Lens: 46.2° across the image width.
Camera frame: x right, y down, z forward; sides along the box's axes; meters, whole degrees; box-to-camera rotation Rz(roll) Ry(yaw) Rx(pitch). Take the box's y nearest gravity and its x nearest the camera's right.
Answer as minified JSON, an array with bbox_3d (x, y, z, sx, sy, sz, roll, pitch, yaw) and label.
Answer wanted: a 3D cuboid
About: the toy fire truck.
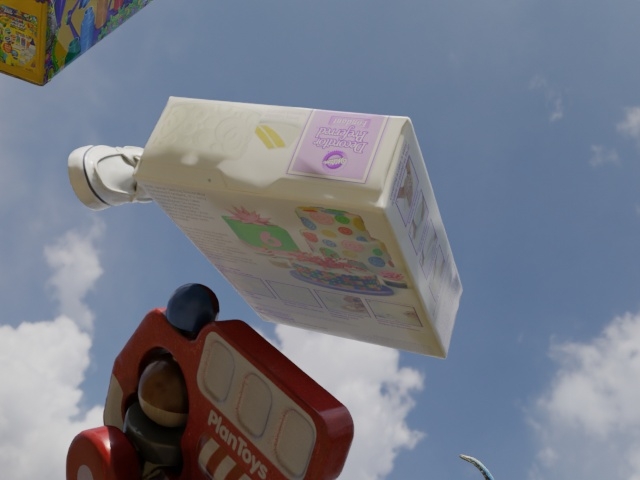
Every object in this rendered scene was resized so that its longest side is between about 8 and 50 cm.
[{"bbox_3d":[-0.105,0.183,0.706,0.302,0.169,0.254,35,-65,41],"label":"toy fire truck"}]

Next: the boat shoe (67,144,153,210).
[{"bbox_3d":[-0.276,-0.097,1.121,0.088,0.267,0.096,-15,-95,13],"label":"boat shoe"}]

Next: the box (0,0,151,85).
[{"bbox_3d":[-0.198,-0.314,0.533,0.177,0.290,0.279,20,-53,0],"label":"box"}]

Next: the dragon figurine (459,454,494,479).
[{"bbox_3d":[0.246,0.458,1.066,0.085,0.144,0.289,-19,-100,37],"label":"dragon figurine"}]

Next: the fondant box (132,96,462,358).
[{"bbox_3d":[0.000,0.000,0.760,0.238,0.096,0.330,9,-24,23],"label":"fondant box"}]
